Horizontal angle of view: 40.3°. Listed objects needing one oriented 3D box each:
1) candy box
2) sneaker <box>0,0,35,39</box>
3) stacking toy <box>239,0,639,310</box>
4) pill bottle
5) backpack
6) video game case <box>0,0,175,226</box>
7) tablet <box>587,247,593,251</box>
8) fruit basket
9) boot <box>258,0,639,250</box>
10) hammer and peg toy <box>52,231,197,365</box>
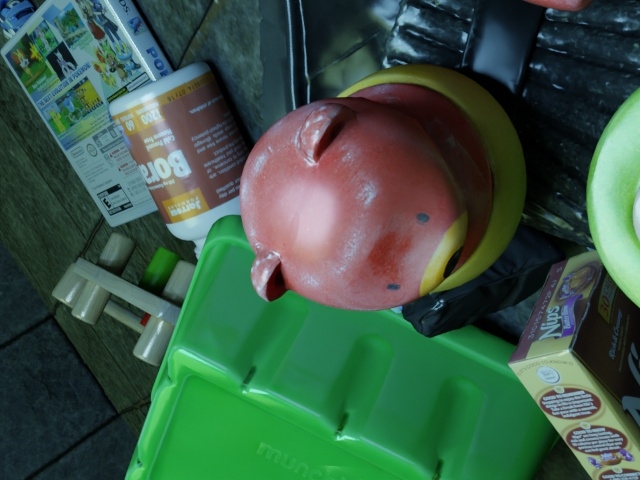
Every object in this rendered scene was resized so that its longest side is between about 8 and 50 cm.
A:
[{"bbox_3d":[0.212,0.111,0.598,0.053,0.109,0.187,-24,111,45],"label":"candy box"},{"bbox_3d":[-0.433,-0.318,1.273,0.144,0.053,0.059,29,141,40],"label":"sneaker"},{"bbox_3d":[0.103,-0.089,0.348,0.279,0.130,0.309,18,108,26],"label":"stacking toy"},{"bbox_3d":[-0.135,-0.079,0.971,0.121,0.121,0.216,-2,116,59],"label":"pill bottle"},{"bbox_3d":[0.080,-0.022,0.673,0.182,0.151,0.115,57,143,26],"label":"backpack"},{"bbox_3d":[-0.279,-0.174,1.146,0.329,0.036,0.300,-13,111,53],"label":"video game case"},{"bbox_3d":[0.228,0.009,0.614,0.083,0.006,0.054,38,148,30],"label":"tablet"},{"bbox_3d":[0.029,0.150,0.850,0.392,0.392,0.283,40,122,28],"label":"fruit basket"},{"bbox_3d":[0.090,-0.174,0.490,0.260,0.131,0.348,13,117,39],"label":"boot"},{"bbox_3d":[-0.195,0.095,1.174,0.266,0.127,0.361,32,170,-38],"label":"hammer and peg toy"}]
